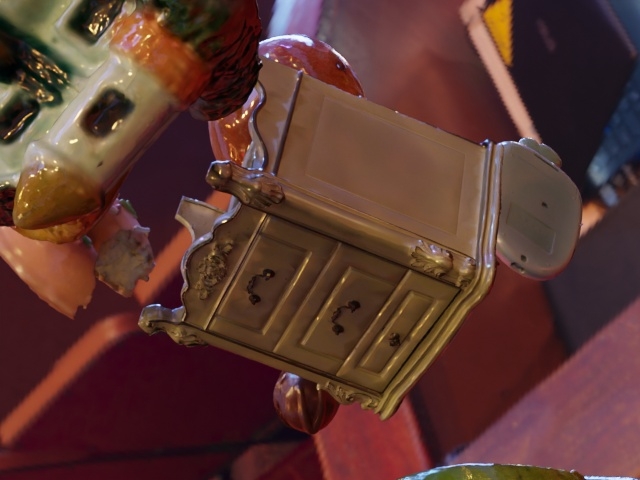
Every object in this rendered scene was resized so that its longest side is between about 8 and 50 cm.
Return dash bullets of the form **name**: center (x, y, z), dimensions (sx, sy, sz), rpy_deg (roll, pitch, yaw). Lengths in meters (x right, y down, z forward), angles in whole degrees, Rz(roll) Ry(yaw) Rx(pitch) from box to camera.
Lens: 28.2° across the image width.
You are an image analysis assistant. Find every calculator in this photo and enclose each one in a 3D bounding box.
- **calculator**: center (0.324, -0.059, 1.954), dimensions (0.041, 0.185, 0.299), rpy_deg (-46, 15, 43)

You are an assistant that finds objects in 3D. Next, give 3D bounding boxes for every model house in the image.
- **model house**: center (-0.211, -0.098, 0.843), dimensions (0.291, 0.253, 0.184), rpy_deg (-54, -6, -4)

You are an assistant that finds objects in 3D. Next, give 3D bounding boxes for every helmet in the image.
- **helmet**: center (-0.011, 0.211, 1.601), dimensions (0.057, 0.089, 0.111), rpy_deg (-112, 16, -59)

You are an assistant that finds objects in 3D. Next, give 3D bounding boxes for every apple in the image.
- **apple**: center (-0.036, -0.157, 1.798), dimensions (0.253, 0.253, 0.254), rpy_deg (-26, 55, 43)

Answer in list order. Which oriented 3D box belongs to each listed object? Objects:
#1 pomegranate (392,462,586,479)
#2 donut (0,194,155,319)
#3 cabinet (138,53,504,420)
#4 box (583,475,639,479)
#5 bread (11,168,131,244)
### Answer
- **pomegranate**: center (0.094, 0.253, 0.919), dimensions (0.190, 0.240, 0.159), rpy_deg (-41, 45, 53)
- **donut**: center (-0.279, -0.018, 1.397), dimensions (0.085, 0.233, 0.199), rpy_deg (-43, 87, 15)
- **cabinet**: center (0.000, 0.000, 1.440), dimensions (0.290, 0.318, 0.227), rpy_deg (122, 165, -45)
- **box**: center (0.452, 0.357, 1.675), dimensions (0.373, 0.367, 0.090), rpy_deg (-11, 74, 50)
- **bread**: center (-0.211, -0.168, 1.211), dimensions (0.195, 0.148, 0.344), rpy_deg (-17, 46, 55)
